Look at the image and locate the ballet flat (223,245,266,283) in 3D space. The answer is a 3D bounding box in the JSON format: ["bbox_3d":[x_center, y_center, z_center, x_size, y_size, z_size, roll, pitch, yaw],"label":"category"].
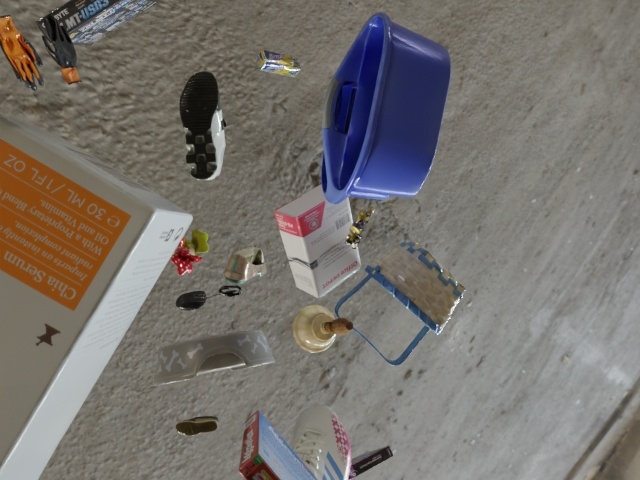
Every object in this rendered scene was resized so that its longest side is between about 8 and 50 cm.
[{"bbox_3d":[-0.241,0.075,1.438,0.108,0.316,0.106,13,94,2],"label":"ballet flat"}]

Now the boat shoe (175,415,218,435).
[{"bbox_3d":[-0.441,0.664,1.515,0.152,0.049,0.056,-3,97,3],"label":"boat shoe"}]

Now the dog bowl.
[{"bbox_3d":[-0.314,0.344,1.244,0.349,0.102,0.349,-11,164,-3],"label":"dog bowl"}]

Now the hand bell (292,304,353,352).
[{"bbox_3d":[0.022,0.211,1.023,0.126,0.242,0.126,4,76,-17],"label":"hand bell"}]

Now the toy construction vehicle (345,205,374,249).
[{"bbox_3d":[0.080,-0.031,0.916,0.098,0.035,0.086,-56,167,-45],"label":"toy construction vehicle"}]

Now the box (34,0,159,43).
[{"bbox_3d":[-0.651,-0.692,1.267,0.296,0.293,0.073,-28,113,7],"label":"box"}]

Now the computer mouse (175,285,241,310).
[{"bbox_3d":[-0.415,0.203,1.561,0.242,0.071,0.041,-14,137,-14],"label":"computer mouse"}]

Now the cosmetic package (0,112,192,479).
[{"bbox_3d":[-0.391,0.101,0.532,0.230,0.161,0.453,30,90,-2],"label":"cosmetic package"}]

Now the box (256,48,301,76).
[{"bbox_3d":[-0.164,-0.699,1.663,0.169,0.059,0.054,-5,160,-36],"label":"box"}]

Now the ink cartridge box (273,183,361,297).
[{"bbox_3d":[0.000,0.000,1.087,0.172,0.100,0.237,-33,124,-32],"label":"ink cartridge box"}]

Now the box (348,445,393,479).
[{"bbox_3d":[0.084,0.548,1.021,0.162,0.029,0.116,1,148,-41],"label":"box"}]

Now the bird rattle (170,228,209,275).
[{"bbox_3d":[-0.563,0.032,1.671,0.207,0.253,0.143,38,107,-8],"label":"bird rattle"}]

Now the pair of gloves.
[{"bbox_3d":[-0.304,-0.207,0.460,0.083,0.010,0.074,-50,135,-55],"label":"pair of gloves"}]

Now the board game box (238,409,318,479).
[{"bbox_3d":[0.011,0.325,0.472,0.027,0.145,0.281,-40,90,-9],"label":"board game box"}]

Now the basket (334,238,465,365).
[{"bbox_3d":[0.215,0.166,1.119,0.289,0.201,0.255,-46,109,-4],"label":"basket"}]

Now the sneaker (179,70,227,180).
[{"bbox_3d":[-0.364,-0.356,1.336,0.123,0.146,0.330,4,96,4],"label":"sneaker"}]

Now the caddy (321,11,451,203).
[{"bbox_3d":[0.089,-0.227,0.771,0.179,0.241,0.341,12,89,-18],"label":"caddy"}]

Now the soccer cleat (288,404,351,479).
[{"bbox_3d":[-0.014,0.390,0.708,0.116,0.331,0.143,-25,116,10],"label":"soccer cleat"}]
